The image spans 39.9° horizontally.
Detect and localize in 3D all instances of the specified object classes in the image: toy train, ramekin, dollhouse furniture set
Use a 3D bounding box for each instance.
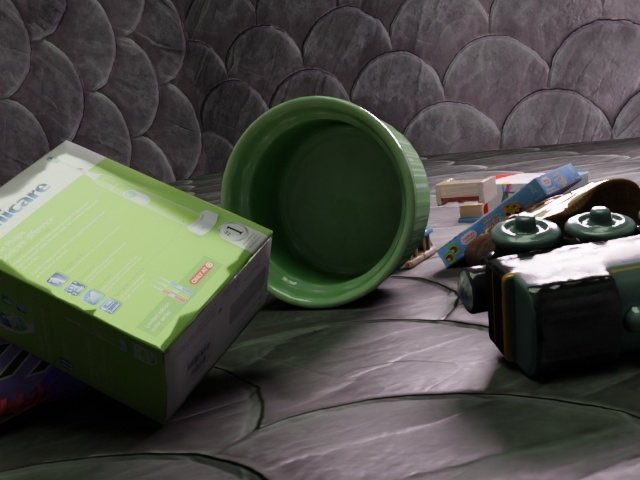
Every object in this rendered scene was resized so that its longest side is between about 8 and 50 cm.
[{"bbox_3d":[0.320,0.047,0.933,0.333,0.142,0.190,-7,21,-7],"label":"toy train"},{"bbox_3d":[0.017,-0.058,1.319,0.303,0.304,0.148,-4,3,24],"label":"ramekin"},{"bbox_3d":[0.193,-0.030,1.480,0.183,0.129,0.129,-3,11,28],"label":"dollhouse furniture set"}]

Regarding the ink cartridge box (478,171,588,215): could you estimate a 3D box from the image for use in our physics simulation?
[{"bbox_3d":[0.421,-0.094,1.829,0.134,0.078,0.231,-15,12,-41],"label":"ink cartridge box"}]

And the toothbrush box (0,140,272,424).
[{"bbox_3d":[-0.224,0.033,0.947,0.283,0.122,0.206,24,44,15],"label":"toothbrush box"}]

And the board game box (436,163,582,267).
[{"bbox_3d":[0.305,-0.041,1.424,0.211,0.039,0.160,-39,-11,35],"label":"board game box"}]

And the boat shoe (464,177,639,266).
[{"bbox_3d":[0.352,-0.016,1.313,0.342,0.123,0.123,-22,17,-35],"label":"boat shoe"}]

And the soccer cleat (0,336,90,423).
[{"bbox_3d":[-0.376,0.169,0.923,0.318,0.109,0.116,-6,34,-25],"label":"soccer cleat"}]
